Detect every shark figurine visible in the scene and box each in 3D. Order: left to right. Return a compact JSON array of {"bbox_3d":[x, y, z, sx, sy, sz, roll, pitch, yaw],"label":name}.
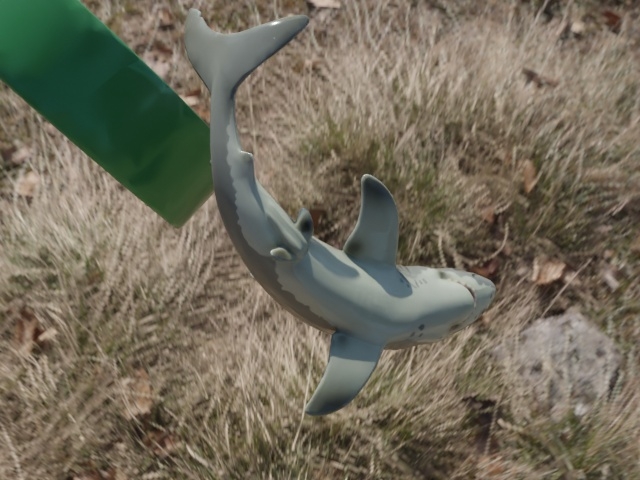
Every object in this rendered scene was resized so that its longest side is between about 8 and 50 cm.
[{"bbox_3d":[-0.025,-0.005,0.700,0.278,0.116,0.166,49,68,-20],"label":"shark figurine"}]

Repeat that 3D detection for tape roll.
[{"bbox_3d":[-0.209,-0.141,0.864,0.321,0.321,0.077,42,86,11],"label":"tape roll"}]
